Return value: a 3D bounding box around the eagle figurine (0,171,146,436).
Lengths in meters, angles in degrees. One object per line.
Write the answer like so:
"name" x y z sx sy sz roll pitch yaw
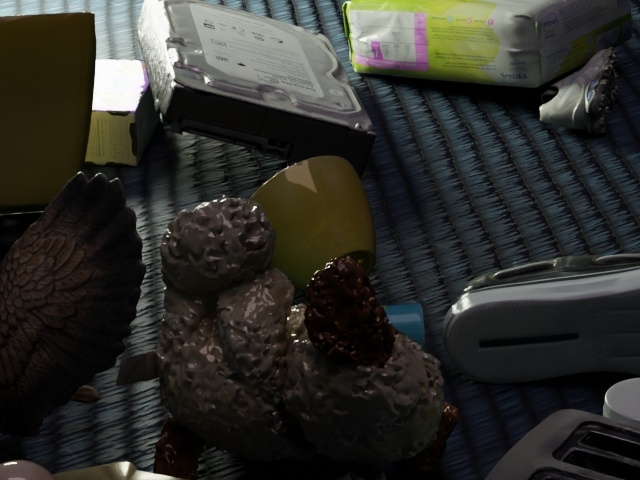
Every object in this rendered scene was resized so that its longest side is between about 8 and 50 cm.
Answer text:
"eagle figurine" -0.278 0.056 1.473 0.226 0.298 0.225 -27 74 -25

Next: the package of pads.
"package of pads" 0.201 -0.270 2.369 0.296 0.101 0.229 9 25 37

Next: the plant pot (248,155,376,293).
"plant pot" 0.000 0.000 1.840 0.134 0.134 0.095 -16 55 -28

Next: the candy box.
"candy box" -0.292 -0.150 2.212 0.196 0.070 0.165 2 26 6

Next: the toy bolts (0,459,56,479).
"toy bolts" -0.266 0.216 1.301 0.228 0.158 0.218 8 35 24

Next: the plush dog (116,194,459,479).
"plush dog" -0.009 0.110 1.522 0.225 0.262 0.210 3 57 34

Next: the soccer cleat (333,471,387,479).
"soccer cleat" 0.013 0.198 1.504 0.083 0.035 0.029 -1 26 0

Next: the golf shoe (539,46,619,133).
"golf shoe" 0.304 -0.181 2.257 0.086 0.069 0.176 0 23 19

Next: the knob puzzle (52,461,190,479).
"knob puzzle" -0.184 0.234 1.437 0.213 0.030 0.213 -5 32 3

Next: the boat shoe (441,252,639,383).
"boat shoe" 0.276 0.053 1.694 0.335 0.121 0.119 1 30 9

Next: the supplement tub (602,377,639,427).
"supplement tub" 0.250 0.167 1.473 0.071 0.107 0.071 -1 25 0

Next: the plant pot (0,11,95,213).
"plant pot" -0.330 -0.122 1.971 0.212 0.187 0.212 -4 -2 -6

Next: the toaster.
"toaster" 0.200 0.214 1.375 0.186 0.110 0.168 14 29 29

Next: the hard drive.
"hard drive" -0.081 -0.188 2.207 0.237 0.064 0.339 13 23 -15

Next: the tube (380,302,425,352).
"tube" -0.011 0.087 1.720 0.207 0.052 0.080 -3 -18 -2
